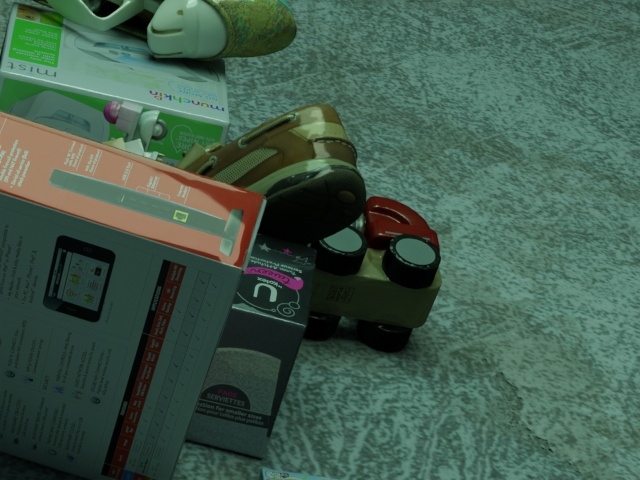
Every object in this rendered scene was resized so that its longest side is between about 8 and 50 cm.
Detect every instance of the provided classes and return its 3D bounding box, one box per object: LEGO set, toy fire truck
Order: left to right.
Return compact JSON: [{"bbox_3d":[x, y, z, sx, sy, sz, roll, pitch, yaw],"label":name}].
[{"bbox_3d":[-0.199,-0.043,1.618,0.107,0.132,0.287,9,10,-1],"label":"LEGO set"},{"bbox_3d":[0.000,0.000,2.033,0.217,0.158,0.246,9,37,-14],"label":"toy fire truck"}]

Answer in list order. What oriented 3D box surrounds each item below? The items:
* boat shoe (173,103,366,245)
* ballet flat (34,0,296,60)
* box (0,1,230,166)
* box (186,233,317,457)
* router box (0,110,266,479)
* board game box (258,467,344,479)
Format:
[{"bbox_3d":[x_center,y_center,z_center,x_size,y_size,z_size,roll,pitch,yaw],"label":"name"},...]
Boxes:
[{"bbox_3d":[-0.095,-0.034,1.853,0.122,0.324,0.119,30,45,-49],"label":"boat shoe"},{"bbox_3d":[-0.203,-0.273,2.204,0.349,0.123,0.123,22,26,10],"label":"ballet flat"},{"bbox_3d":[-0.247,-0.151,2.183,0.262,0.126,0.231,13,24,-10],"label":"box"},{"bbox_3d":[-0.145,0.076,1.741,0.247,0.163,0.142,15,30,-4],"label":"box"},{"bbox_3d":[-0.228,0.050,1.529,0.301,0.335,0.082,18,49,-4],"label":"router box"},{"bbox_3d":[0.003,0.256,1.626,0.103,0.026,0.154,10,26,-14],"label":"board game box"}]
